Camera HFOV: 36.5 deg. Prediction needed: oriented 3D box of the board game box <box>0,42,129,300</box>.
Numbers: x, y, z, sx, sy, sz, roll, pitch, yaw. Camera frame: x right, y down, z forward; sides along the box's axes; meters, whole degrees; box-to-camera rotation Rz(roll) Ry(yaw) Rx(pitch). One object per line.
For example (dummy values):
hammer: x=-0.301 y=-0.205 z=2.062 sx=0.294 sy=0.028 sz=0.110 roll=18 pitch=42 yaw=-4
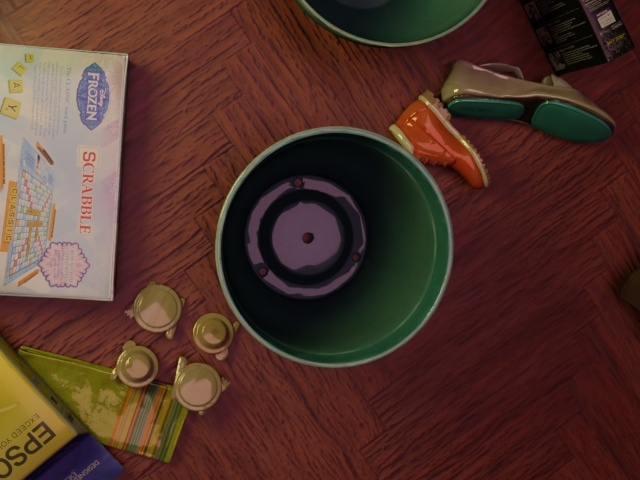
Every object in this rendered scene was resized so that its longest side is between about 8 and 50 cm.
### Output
board game box: x=-0.411 y=-0.089 z=1.231 sx=0.318 sy=0.066 sz=0.319 roll=4 pitch=92 yaw=-9

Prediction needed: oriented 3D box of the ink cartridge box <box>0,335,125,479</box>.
ink cartridge box: x=-0.466 y=0.287 z=1.238 sx=0.303 sy=0.072 sz=0.307 roll=-41 pitch=97 yaw=-1

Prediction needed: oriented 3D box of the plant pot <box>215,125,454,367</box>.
plant pot: x=0.000 y=0.000 z=1.207 sx=0.271 sy=0.255 sz=0.272 roll=-1 pitch=94 yaw=-9

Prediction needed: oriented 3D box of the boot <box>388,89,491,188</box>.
boot: x=0.164 y=-0.119 z=1.331 sx=0.084 sy=0.059 sz=0.158 roll=-40 pitch=90 yaw=-2

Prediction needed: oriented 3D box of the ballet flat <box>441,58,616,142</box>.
ballet flat: x=0.289 y=-0.199 z=1.336 sx=0.248 sy=0.086 sz=0.086 roll=11 pitch=91 yaw=-8

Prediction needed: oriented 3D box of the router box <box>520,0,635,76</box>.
router box: x=0.333 y=-0.293 z=1.282 sx=0.046 sy=0.179 sz=0.133 roll=-29 pitch=97 yaw=-5

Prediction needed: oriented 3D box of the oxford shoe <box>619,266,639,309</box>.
oxford shoe: x=0.516 y=0.122 z=1.397 sx=0.227 sy=0.083 sz=0.096 roll=42 pitch=109 yaw=-11

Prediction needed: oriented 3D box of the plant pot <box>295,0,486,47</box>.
plant pot: x=0.069 y=-0.379 z=1.226 sx=0.290 sy=0.195 sz=0.290 roll=-1 pitch=94 yaw=-10

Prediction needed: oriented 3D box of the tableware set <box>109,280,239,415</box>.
tableware set: x=-0.191 y=0.144 z=1.293 sx=0.168 sy=0.020 sz=0.141 roll=24 pitch=76 yaw=-7

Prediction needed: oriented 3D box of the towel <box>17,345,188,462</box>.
towel: x=-0.297 y=0.219 z=1.290 sx=0.237 sy=0.021 sz=0.102 roll=17 pitch=90 yaw=-9
